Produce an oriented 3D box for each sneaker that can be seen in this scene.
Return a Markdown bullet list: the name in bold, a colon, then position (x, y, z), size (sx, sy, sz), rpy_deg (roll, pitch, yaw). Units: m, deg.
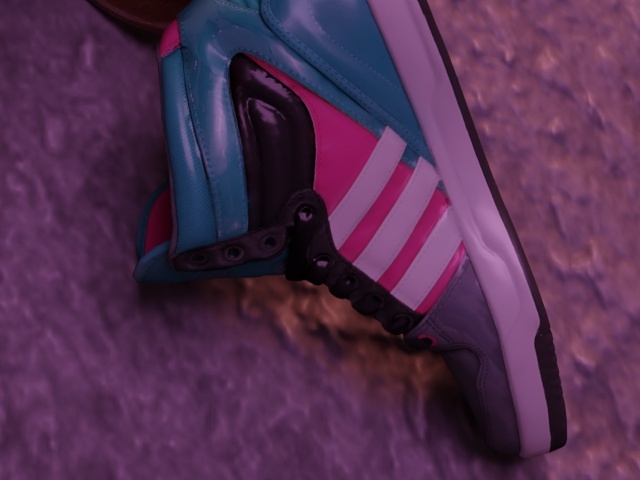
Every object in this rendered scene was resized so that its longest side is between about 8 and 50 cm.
- **sneaker**: position (0.000, 0.000, 0.864), size (0.178, 0.124, 0.295), rpy_deg (-22, 105, 2)

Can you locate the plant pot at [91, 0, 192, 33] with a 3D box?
- **plant pot**: position (-0.053, -0.220, 0.926), size (0.167, 0.167, 0.165), rpy_deg (45, 51, 2)
